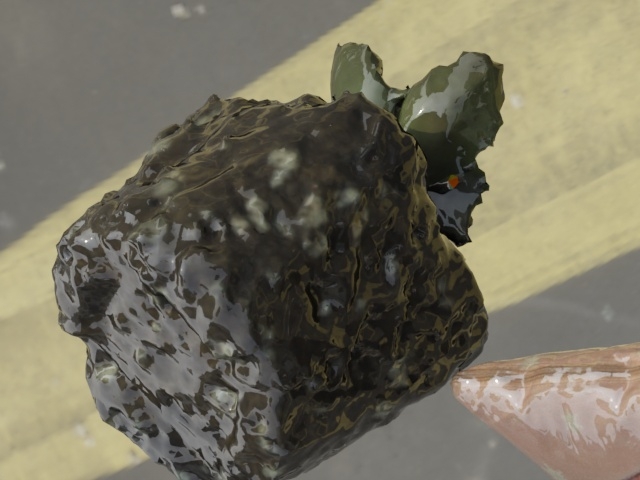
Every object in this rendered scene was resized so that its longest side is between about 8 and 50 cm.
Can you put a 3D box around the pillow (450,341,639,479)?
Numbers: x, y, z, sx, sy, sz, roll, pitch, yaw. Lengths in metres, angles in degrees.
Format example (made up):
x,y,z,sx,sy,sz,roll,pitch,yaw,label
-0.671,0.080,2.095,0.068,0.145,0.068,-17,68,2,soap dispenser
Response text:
x,y,z,sx,sy,sz,roll,pitch,yaw,label
0.214,0.127,0.852,0.236,0.084,0.223,40,151,-24,pillow

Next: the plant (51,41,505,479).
x,y,z,sx,sy,sz,roll,pitch,yaw,label
0.000,0.000,1.037,0.215,0.312,0.213,3,121,43,plant
